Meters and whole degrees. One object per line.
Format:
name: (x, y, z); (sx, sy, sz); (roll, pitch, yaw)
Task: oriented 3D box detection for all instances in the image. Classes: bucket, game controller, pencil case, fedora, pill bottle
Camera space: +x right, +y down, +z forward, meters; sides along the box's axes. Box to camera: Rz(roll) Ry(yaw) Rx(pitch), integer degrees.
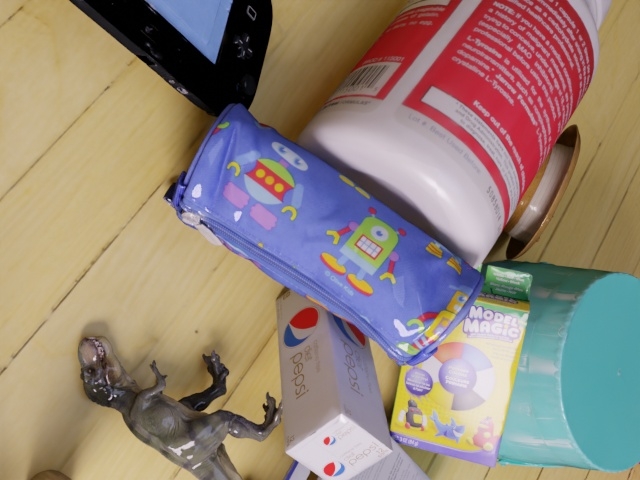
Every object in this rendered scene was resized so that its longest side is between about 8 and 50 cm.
bucket: (0.306, 0.159, 0.967); (0.281, 0.183, 0.280); (1, 88, -37)
game controller: (-0.143, -0.244, 0.665); (0.319, 0.067, 0.166); (37, 67, -54)
pencil case: (0.000, 0.000, 0.710); (0.306, 0.119, 0.133); (34, 58, 0)
fedora: (0.265, -0.072, 0.984); (0.079, 0.194, 0.194); (25, 71, 3)
pill bottle: (0.166, -0.171, 0.846); (0.229, 0.229, 0.407); (49, 63, -25)

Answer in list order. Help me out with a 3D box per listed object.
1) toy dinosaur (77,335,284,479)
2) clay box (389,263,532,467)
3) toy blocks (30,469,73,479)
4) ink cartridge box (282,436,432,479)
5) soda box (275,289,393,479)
toy dinosaur: (-0.105, 0.173, 0.706); (0.268, 0.064, 0.118); (41, 53, 7)
clay box: (0.159, 0.135, 0.858); (0.053, 0.128, 0.221); (-39, 138, -70)
toy blocks: (-0.295, 0.230, 0.474); (0.309, 0.260, 0.288); (-50, 117, -26)
ink cartridge box: (0.038, 0.300, 0.795); (0.224, 0.045, 0.223); (50, 39, -10)
soda box: (0.007, 0.125, 0.740); (0.069, 0.216, 0.074); (-39, 119, 18)
